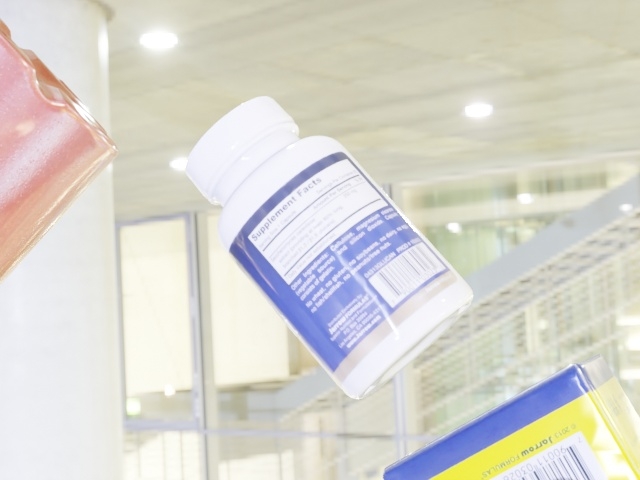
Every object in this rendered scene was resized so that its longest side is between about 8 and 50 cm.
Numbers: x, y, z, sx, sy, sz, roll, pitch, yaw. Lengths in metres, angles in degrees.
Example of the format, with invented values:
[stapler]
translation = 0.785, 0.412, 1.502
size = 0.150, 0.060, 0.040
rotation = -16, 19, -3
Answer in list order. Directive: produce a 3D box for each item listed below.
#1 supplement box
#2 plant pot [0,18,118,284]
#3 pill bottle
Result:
[supplement box]
translation = 0.239, 0.300, 0.959
size = 0.195, 0.356, 0.194
rotation = -32, 167, 15
[plant pot]
translation = -0.320, -0.054, 0.879
size = 0.265, 0.272, 0.272
rotation = -43, 176, -2
[pill bottle]
translation = 0.000, 0.000, 0.650
size = 0.094, 0.169, 0.094
rotation = -39, 167, -10
